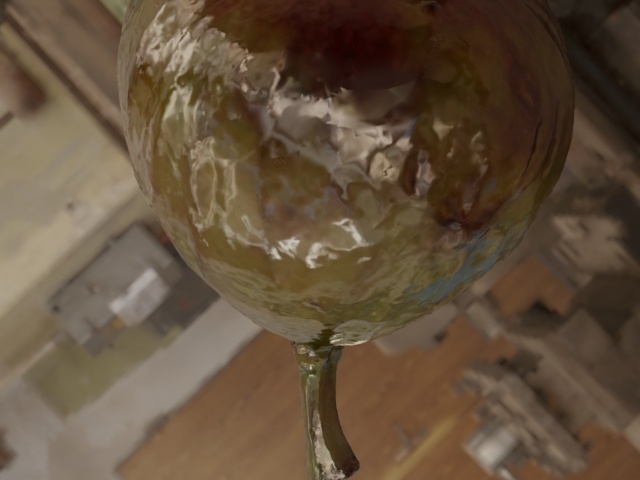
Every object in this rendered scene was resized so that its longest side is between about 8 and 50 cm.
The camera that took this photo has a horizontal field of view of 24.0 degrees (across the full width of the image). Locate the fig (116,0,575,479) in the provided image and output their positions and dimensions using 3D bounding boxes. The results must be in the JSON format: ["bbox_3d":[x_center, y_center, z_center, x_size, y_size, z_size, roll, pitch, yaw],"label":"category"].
[{"bbox_3d":[0.000,0.000,0.743,0.217,0.217,0.321,40,134,40],"label":"fig"}]
